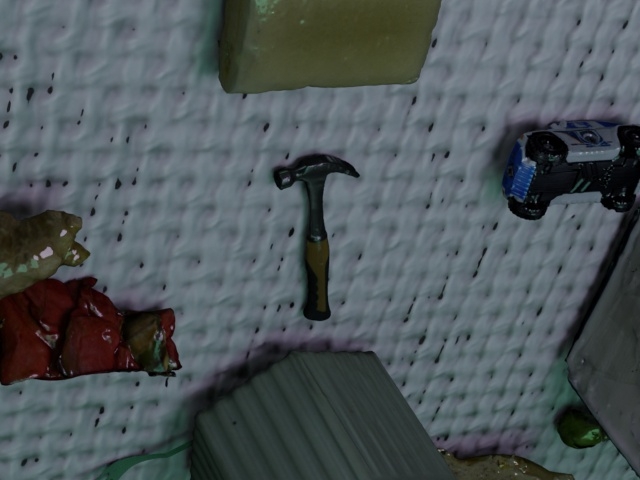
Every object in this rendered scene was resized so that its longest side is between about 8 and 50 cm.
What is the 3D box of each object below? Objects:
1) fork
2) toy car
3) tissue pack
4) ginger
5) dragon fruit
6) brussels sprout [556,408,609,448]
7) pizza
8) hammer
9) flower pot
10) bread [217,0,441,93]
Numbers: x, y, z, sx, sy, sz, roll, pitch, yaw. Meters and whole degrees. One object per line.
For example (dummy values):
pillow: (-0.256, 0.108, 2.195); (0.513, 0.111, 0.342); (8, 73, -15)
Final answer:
fork: (-0.139, 0.203, 1.573); (0.235, 0.021, 0.039); (-28, 150, -10)
toy car: (0.253, -0.074, 1.516); (0.170, 0.070, 0.080); (-6, 131, -25)
tissue pack: (0.511, 0.109, 1.709); (0.416, 0.253, 0.264); (1, 128, -30)
ginger: (-0.297, 0.032, 1.274); (0.213, 0.074, 0.137); (-42, 121, 12)
dragon fruit: (-0.206, 0.107, 1.389); (0.192, 0.092, 0.122); (9, 123, -37)
brussels sprout: (0.318, 0.216, 1.838); (0.083, 0.051, 0.046); (-12, 115, -23)
pizza: (0.189, 0.305, 1.832); (0.188, 0.081, 0.204); (7, 138, -7)
hammer: (0.000, 0.000, 1.468); (0.078, 0.021, 0.201); (-18, 136, -16)
flower pot: (0.001, 0.241, 1.550); (0.239, 0.190, 0.209); (7, 129, -42)
bread: (0.008, -0.185, 1.274); (0.178, 0.060, 0.139); (-5, 130, -27)
